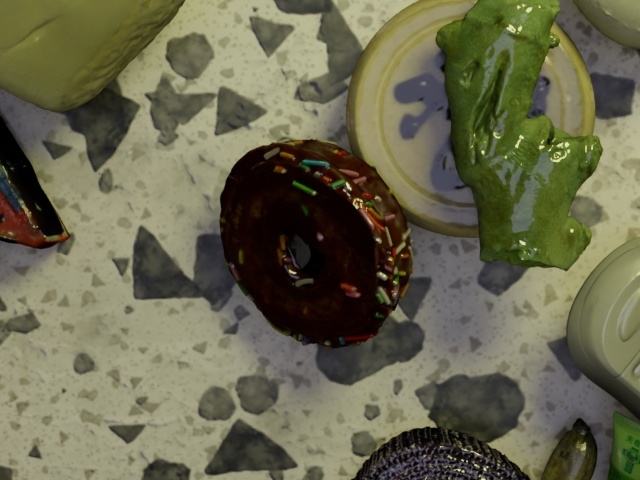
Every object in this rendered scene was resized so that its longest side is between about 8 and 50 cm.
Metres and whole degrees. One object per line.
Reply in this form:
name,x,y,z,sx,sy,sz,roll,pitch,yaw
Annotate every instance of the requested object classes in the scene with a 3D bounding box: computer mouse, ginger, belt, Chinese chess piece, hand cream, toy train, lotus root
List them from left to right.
toy train,-0.420,-0.153,1.430,0.089,0.086,0.409,-32,91,9
belt,0.138,0.363,1.399,0.260,0.122,0.324,-16,92,3
Chinese chess piece,0.154,-0.131,1.360,0.257,0.104,0.257,1,96,7
ginger,0.193,-0.108,1.266,0.137,0.089,0.289,-16,89,26
lotus root,0.269,0.239,1.405,0.049,0.054,0.099,22,97,14
hand cream,0.333,0.264,1.367,0.095,0.046,0.175,28,135,31
computer mouse,0.378,0.124,1.352,0.297,0.121,0.184,35,86,-13

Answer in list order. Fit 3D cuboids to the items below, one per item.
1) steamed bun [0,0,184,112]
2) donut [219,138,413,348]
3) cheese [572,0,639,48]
steamed bun,-0.289,-0.279,1.299,0.273,0.272,0.290,40,110,7
donut,0.000,0.000,1.353,0.235,0.089,0.235,22,127,32
cheese,0.324,-0.281,1.298,0.154,0.189,0.198,-27,91,40
